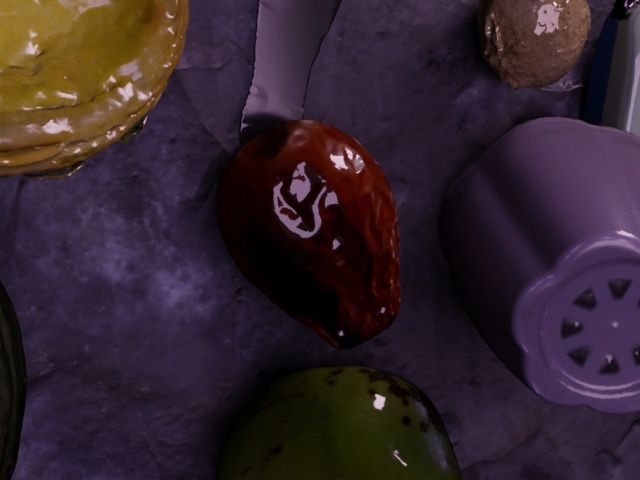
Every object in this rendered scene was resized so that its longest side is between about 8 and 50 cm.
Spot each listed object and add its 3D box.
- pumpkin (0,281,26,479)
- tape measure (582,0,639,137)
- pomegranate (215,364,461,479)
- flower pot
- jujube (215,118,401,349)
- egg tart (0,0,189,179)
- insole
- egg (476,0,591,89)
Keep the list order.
[{"bbox_3d":[-0.405,0.084,0.550,0.454,0.454,0.344,10,85,-21],"label":"pumpkin"},{"bbox_3d":[0.395,-0.227,1.017,0.215,0.098,0.352,0,108,-19],"label":"tape measure"},{"bbox_3d":[0.032,0.243,0.916,0.270,0.254,0.254,-6,102,-30],"label":"pomegranate"},{"bbox_3d":[0.259,0.029,0.906,0.265,0.243,0.265,0,110,0],"label":"flower pot"},{"bbox_3d":[0.000,0.000,0.896,0.168,0.168,0.236,-32,112,-12],"label":"jujube"},{"bbox_3d":[-0.264,-0.211,0.741,0.345,0.132,0.346,5,83,-38],"label":"egg tart"},{"bbox_3d":[-0.030,-0.203,0.926,0.086,0.005,0.253,13,95,-21],"label":"insole"},{"bbox_3d":[0.221,-0.227,0.959,0.116,0.118,0.140,5,113,22],"label":"egg"}]
